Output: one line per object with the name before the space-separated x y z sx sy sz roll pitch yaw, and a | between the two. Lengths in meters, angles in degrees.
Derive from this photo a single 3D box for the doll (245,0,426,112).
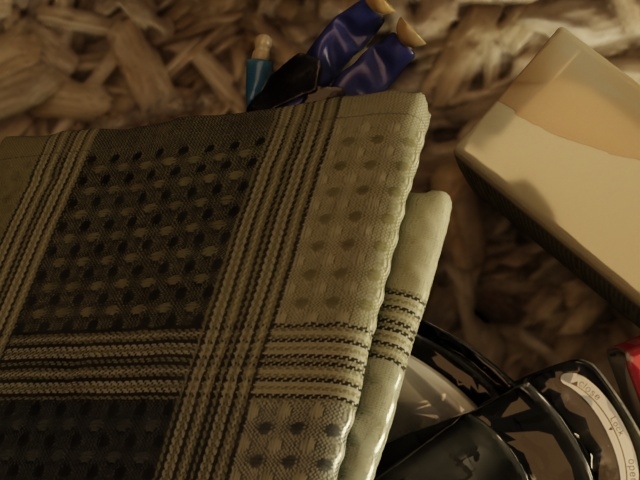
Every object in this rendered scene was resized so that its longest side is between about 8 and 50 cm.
doll | -0.008 -0.123 1.071 0.189 0.046 0.129 -43 83 9

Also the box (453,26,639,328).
box | 0.255 0.002 0.940 0.311 0.148 0.121 41 90 15

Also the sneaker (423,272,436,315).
sneaker | 0.000 0.000 1.038 0.208 0.081 0.094 25 78 10

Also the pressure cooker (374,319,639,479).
pressure cooker | 0.005 0.217 0.814 0.375 0.420 0.370 16 84 16

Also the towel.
towel | -0.098 0.064 0.702 0.312 0.056 0.324 -4 54 29

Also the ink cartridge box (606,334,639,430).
ink cartridge box | 0.352 0.114 0.762 0.306 0.131 0.226 -22 81 6
